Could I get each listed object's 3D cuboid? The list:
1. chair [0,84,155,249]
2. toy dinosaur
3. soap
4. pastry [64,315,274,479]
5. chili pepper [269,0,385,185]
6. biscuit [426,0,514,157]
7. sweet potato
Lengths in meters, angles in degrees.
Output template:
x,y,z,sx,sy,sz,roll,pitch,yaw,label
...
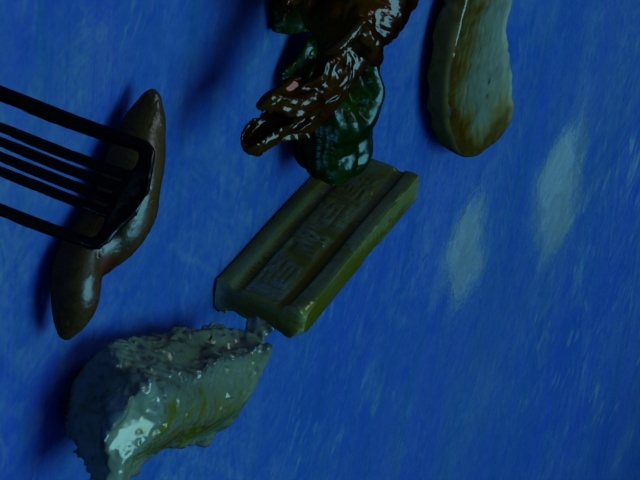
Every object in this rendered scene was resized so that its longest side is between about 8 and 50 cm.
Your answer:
x,y,z,sx,sy,sz,roll,pitch,yaw,label
-0.204,-0.070,1.015,0.084,0.212,0.101,-65,158,-16,chair
0.065,-0.251,1.503,0.432,0.097,0.208,-53,165,-27,toy dinosaur
0.000,-0.001,1.713,0.252,0.092,0.037,-49,150,-45,soap
-0.132,0.134,1.507,0.258,0.089,0.121,-14,122,-64,pastry
0.010,-0.164,1.633,0.099,0.083,0.253,-44,142,-34,chili pepper
0.170,-0.218,2.018,0.204,0.040,0.309,-50,149,-44,biscuit
-0.156,-0.019,1.379,0.055,0.058,0.202,105,7,-78,sweet potato
